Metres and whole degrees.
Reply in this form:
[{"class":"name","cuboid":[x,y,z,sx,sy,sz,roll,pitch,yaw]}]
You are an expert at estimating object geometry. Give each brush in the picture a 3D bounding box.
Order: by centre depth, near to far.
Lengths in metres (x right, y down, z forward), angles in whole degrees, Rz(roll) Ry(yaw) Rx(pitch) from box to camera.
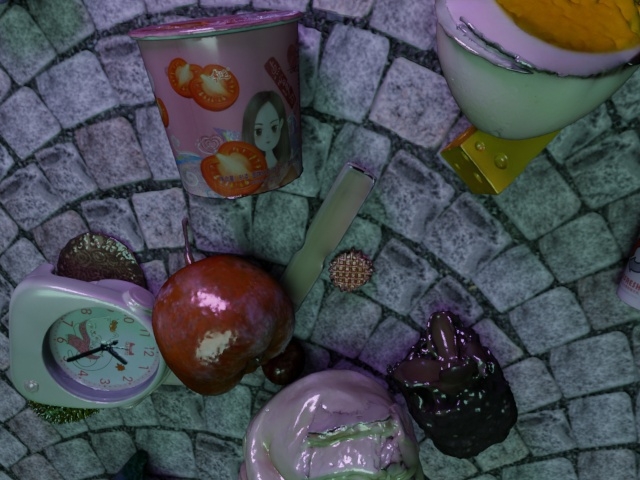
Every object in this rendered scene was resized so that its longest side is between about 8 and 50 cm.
[{"class":"brush","cuboid":[0.000,0.000,0.923,0.060,0.050,0.321,28,120,-4]}]

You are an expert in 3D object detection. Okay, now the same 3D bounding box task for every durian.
[{"class":"durian","cuboid":[-0.546,0.343,1.120,0.220,0.095,0.137,-19,106,22]}]

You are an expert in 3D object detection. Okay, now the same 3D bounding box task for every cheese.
[{"class":"cheese","cuboid":[0.286,-0.157,0.796,0.171,0.126,0.093,-39,94,2]}]

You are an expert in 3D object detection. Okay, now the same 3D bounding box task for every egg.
[{"class":"egg","cuboid":[0.271,-0.255,0.700,0.264,0.286,0.174,21,151,9]}]

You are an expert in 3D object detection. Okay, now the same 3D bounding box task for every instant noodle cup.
[{"class":"instant noodle cup","cuboid":[-0.133,-0.203,0.775,0.242,0.243,0.231,0,117,10]}]

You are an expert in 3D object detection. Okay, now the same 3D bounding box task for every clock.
[{"class":"clock","cuboid":[-0.408,0.194,1.002,0.324,0.109,0.265,10,111,-9]}]

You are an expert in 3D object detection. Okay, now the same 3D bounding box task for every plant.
[{"class":"plant","cuboid":[0.220,0.243,0.897,0.178,0.204,0.234,-32,113,10]}]

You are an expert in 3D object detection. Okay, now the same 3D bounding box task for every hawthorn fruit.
[{"class":"hawthorn fruit","cuboid":[-0.181,0.141,0.903,0.262,0.235,0.231,16,121,11]}]

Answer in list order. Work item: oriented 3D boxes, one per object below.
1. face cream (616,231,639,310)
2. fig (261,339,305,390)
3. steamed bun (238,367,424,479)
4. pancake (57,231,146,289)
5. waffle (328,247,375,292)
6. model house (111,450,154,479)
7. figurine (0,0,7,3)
[{"class":"face cream","cuboid":[0.538,0.002,0.799,0.095,0.096,0.214,11,112,6]},{"class":"fig","cuboid":[-0.071,0.246,1.017,0.088,0.089,0.125,10,140,6]},{"class":"steamed bun","cuboid":[0.027,0.355,0.953,0.346,0.237,0.394,15,137,-29]},{"class":"pancake","cuboid":[-0.432,0.077,1.036,0.199,0.021,0.199,3,111,8]},{"class":"waffle","cuboid":[0.055,0.053,0.938,0.083,0.029,0.075,-34,104,17]},{"class":"model house","cuboid":[-0.389,0.654,1.107,0.248,0.280,0.230,32,114,3]},{"class":"figurine","cuboid":[-0.442,-0.459,0.782,0.235,0.127,0.155,-15,89,12]}]
